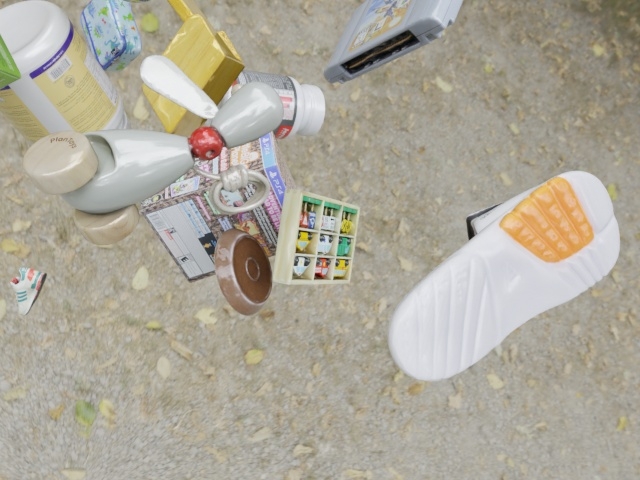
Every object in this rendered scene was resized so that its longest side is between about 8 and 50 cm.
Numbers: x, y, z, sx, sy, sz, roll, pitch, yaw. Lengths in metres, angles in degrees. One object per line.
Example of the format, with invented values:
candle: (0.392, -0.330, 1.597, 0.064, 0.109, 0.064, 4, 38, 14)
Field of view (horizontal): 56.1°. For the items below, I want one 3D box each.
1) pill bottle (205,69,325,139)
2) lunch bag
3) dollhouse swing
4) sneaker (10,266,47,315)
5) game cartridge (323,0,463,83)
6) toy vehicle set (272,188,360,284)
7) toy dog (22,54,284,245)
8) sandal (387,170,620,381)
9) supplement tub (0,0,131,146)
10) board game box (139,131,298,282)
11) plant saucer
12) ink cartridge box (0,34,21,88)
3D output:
pill bottle: (-0.181, -0.437, 1.949, 0.363, 0.210, 0.210, -1, 68, -31)
lunch bag: (-0.656, -0.646, 1.872, 0.090, 0.176, 0.218, -11, 82, -53)
dollhouse swing: (-0.377, -0.473, 1.496, 0.305, 0.347, 0.315, 37, 101, -8)
sneaker: (-0.805, 0.133, 1.632, 0.075, 0.161, 0.057, 28, 31, -16)
game cartridge: (0.138, -0.408, 1.101, 0.062, 0.297, 0.198, 33, 65, -30)
toy vehicle set: (0.000, 0.000, 1.162, 0.267, 0.035, 0.165, 7, 91, -63)
toy dog: (-0.230, -0.135, 0.819, 0.334, 0.220, 0.161, -16, 52, -29)
sandal: (0.144, 0.019, 0.501, 0.265, 0.076, 0.101, -26, 103, -25)
supplement tub: (-0.599, -0.335, 1.355, 0.241, 0.331, 0.240, -8, 55, 11)
board game box: (-0.196, -0.071, 1.286, 0.291, 0.232, 0.141, -18, 44, 5)
plant saucer: (-0.136, 0.055, 1.125, 0.168, 0.029, 0.168, 42, 39, -49)
ink cartridge box: (-0.682, -0.311, 1.019, 0.255, 0.097, 0.188, -26, 91, 5)
